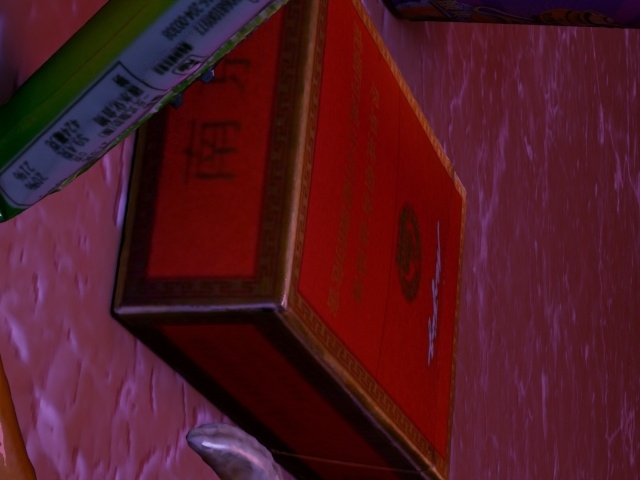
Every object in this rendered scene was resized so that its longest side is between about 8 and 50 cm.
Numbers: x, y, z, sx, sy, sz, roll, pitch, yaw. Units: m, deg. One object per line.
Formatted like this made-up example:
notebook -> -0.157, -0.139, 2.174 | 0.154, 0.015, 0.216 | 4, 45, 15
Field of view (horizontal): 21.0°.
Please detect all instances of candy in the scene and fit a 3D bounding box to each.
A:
candy -> -0.033, -0.061, 0.458 | 0.032, 0.178, 0.102 | 51, 31, -4

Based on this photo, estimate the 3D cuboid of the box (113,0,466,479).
box -> -0.001, 0.000, 0.703 | 0.240, 0.074, 0.153 | 52, 36, -61

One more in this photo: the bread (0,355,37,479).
bread -> -0.106, 0.078, 0.336 | 0.116, 0.077, 0.200 | -65, 150, -59

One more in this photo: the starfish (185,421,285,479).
starfish -> -0.039, 0.247, 0.535 | 0.358, 0.078, 0.347 | 76, 20, -52

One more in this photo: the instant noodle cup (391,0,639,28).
instant noodle cup -> 0.131, -0.225, 0.942 | 0.251, 0.190, 0.251 | -2, 90, -74
